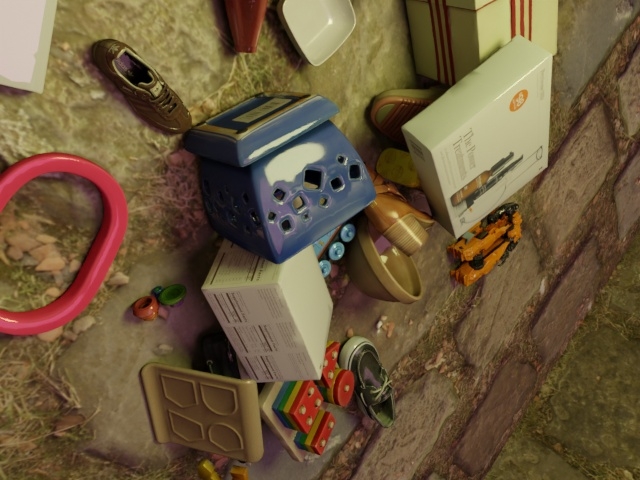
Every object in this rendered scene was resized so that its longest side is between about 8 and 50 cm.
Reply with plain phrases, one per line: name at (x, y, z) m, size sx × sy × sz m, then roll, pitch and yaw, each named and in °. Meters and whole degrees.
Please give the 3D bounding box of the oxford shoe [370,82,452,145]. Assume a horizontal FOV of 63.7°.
oxford shoe at (0.277, -0.310, 1.222) m, size 0.397 × 0.146 × 0.140 m, roll 2°, pitch 152°, yaw -32°

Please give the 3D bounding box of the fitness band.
fitness band at (-0.418, 0.006, 0.775) m, size 0.209 × 0.054 × 0.290 m, roll 26°, pitch 92°, yaw -48°

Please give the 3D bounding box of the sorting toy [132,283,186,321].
sorting toy at (-0.287, 0.116, 0.936) m, size 0.102 × 0.061 × 0.042 m, roll -19°, pitch 125°, yaw -8°

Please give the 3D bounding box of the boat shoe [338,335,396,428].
boat shoe at (0.150, 0.393, 1.420) m, size 0.121 × 0.119 × 0.335 m, roll -40°, pitch 132°, yaw -21°

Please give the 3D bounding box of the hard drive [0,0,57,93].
hard drive at (-0.417, -0.354, 0.608) m, size 0.203 × 0.040 × 0.307 m, roll 5°, pitch 106°, yaw -43°

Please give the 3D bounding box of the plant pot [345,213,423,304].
plant pot at (0.134, 0.056, 1.217) m, size 0.110 × 0.237 × 0.237 m, roll -31°, pitch 140°, yaw 22°

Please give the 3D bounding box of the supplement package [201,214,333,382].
supplement package at (-0.085, 0.110, 0.990) m, size 0.204 × 0.145 × 0.261 m, roll -77°, pitch 156°, yaw -49°

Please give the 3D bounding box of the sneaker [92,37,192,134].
sneaker at (-0.262, -0.225, 0.788) m, size 0.066 × 0.071 × 0.188 m, roll -55°, pitch 135°, yaw -7°

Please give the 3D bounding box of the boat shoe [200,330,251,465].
boat shoe at (-0.196, 0.337, 1.093) m, size 0.113 × 0.127 × 0.339 m, roll -1°, pitch 118°, yaw 0°

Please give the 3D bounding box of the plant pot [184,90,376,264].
plant pot at (-0.080, -0.129, 0.893) m, size 0.236 × 0.236 × 0.212 m, roll -35°, pitch 123°, yaw -25°

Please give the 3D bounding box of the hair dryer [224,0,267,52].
hair dryer at (-0.178, -0.419, 0.792) m, size 0.224 × 0.080 × 0.293 m, roll -40°, pitch 128°, yaw 0°

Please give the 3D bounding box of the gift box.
gift box at (0.342, -0.500, 1.083) m, size 0.276 × 0.255 × 0.258 m, roll -36°, pitch 132°, yaw -17°

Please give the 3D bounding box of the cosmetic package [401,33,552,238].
cosmetic package at (0.347, -0.195, 1.097) m, size 0.284 × 0.097 × 0.377 m, roll -41°, pitch 147°, yaw 0°

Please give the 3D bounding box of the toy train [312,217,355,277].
toy train at (0.000, 0.000, 1.130) m, size 0.105 × 0.080 × 0.184 m, roll 40°, pitch 81°, yaw -39°

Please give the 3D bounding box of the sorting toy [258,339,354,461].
sorting toy at (-0.013, 0.353, 1.210) m, size 0.255 × 0.090 × 0.257 m, roll -60°, pitch 141°, yaw -37°

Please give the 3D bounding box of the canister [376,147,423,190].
canister at (0.233, -0.157, 1.233) m, size 0.170 × 0.126 × 0.073 m, roll 13°, pitch 101°, yaw -47°

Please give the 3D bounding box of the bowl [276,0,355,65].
bowl at (-0.012, -0.410, 0.940) m, size 0.142 × 0.053 × 0.142 m, roll -49°, pitch 133°, yaw -13°

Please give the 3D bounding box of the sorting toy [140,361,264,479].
sorting toy at (-0.226, 0.378, 1.037) m, size 0.041 × 0.229 × 0.307 m, roll -63°, pitch 155°, yaw -60°

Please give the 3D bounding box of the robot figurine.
robot figurine at (0.519, 0.002, 1.595) m, size 0.291 × 0.085 × 0.211 m, roll -35°, pitch 130°, yaw -24°

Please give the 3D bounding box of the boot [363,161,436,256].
boot at (0.151, -0.082, 1.184) m, size 0.109 × 0.220 × 0.283 m, roll -43°, pitch 179°, yaw 22°
